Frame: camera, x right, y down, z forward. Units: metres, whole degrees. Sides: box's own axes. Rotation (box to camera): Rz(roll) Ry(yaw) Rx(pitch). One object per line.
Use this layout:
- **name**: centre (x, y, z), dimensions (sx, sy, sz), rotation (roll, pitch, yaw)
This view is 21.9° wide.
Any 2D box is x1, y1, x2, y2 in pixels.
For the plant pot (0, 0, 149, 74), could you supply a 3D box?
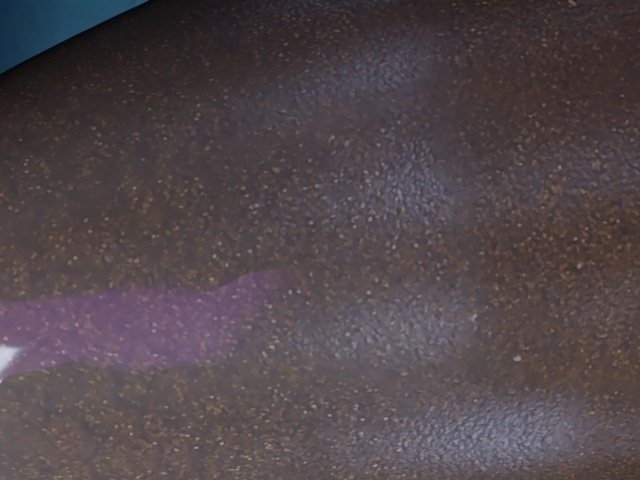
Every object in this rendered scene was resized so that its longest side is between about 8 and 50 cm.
- **plant pot**: centre (-0.140, -0.152, 0.508), dimensions (0.195, 0.290, 0.290), rotation (43, 121, 26)

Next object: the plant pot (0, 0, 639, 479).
- **plant pot**: centre (0.000, 0.000, 0.498), dimensions (0.230, 0.215, 0.215), rotation (-11, 116, -18)

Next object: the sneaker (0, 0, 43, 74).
- **sneaker**: centre (-0.095, -0.006, 0.636), dimensions (0.095, 0.104, 0.236), rotation (-38, 99, 27)
